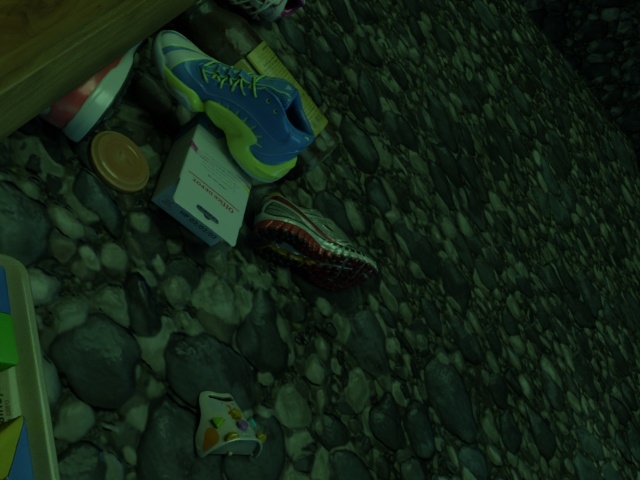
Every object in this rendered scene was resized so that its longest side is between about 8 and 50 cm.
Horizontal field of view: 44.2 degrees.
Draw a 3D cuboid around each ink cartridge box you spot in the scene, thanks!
[{"bbox_3d":[-0.148,-0.069,1.010,0.104,0.062,0.181,40,36,-27],"label":"ink cartridge box"}]

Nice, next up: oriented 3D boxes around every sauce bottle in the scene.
[{"bbox_3d":[-0.114,-0.248,1.151,0.344,0.111,0.111,52,34,-14],"label":"sauce bottle"}]

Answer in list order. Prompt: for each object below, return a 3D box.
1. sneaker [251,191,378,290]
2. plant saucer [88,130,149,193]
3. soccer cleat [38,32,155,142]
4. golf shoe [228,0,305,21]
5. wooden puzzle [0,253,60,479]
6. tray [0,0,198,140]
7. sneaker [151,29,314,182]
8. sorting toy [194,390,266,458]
[{"bbox_3d":[0.000,0.000,1.132,0.225,0.088,0.092,31,41,-36],"label":"sneaker"},{"bbox_3d":[-0.241,-0.096,0.953,0.083,0.013,0.083,33,42,-36],"label":"plant saucer"},{"bbox_3d":[-0.273,-0.256,0.958,0.116,0.109,0.318,36,42,-25],"label":"soccer cleat"},{"bbox_3d":[-0.118,-0.426,1.289,0.140,0.115,0.306,61,34,-3],"label":"golf shoe"},{"bbox_3d":[-0.318,0.115,0.565,0.348,0.080,0.322,25,45,-61],"label":"wooden puzzle"},{"bbox_3d":[-0.302,-0.264,0.841,0.203,0.076,0.411,32,43,2],"label":"tray"},{"bbox_3d":[-0.098,-0.191,1.001,0.240,0.126,0.091,48,32,-18],"label":"sneaker"},{"bbox_3d":[-0.105,0.203,0.887,0.083,0.045,0.075,17,33,-46],"label":"sorting toy"}]
